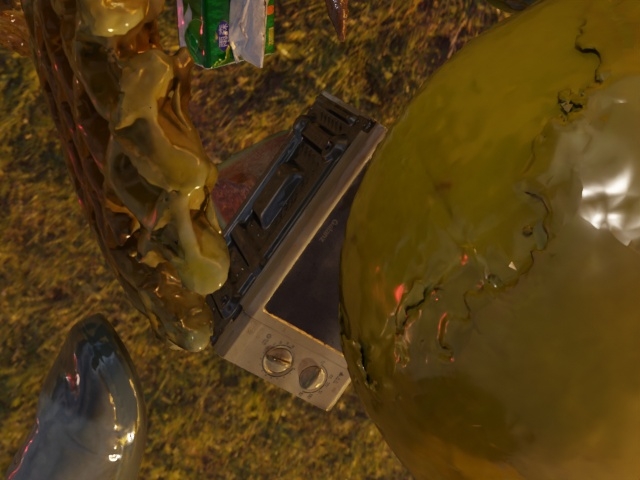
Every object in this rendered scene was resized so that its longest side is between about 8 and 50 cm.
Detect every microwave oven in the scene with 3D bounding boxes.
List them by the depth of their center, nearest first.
[{"bbox_3d":[0.000,0.000,0.813,0.145,0.194,0.240,32,98,-28],"label":"microwave oven"}]

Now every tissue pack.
[{"bbox_3d":[-0.142,-0.396,1.397,0.156,0.148,0.208,32,130,43],"label":"tissue pack"}]

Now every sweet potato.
[{"bbox_3d":[0.023,-0.395,1.207,0.068,0.068,0.226,-12,97,19],"label":"sweet potato"}]

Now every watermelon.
[{"bbox_3d":[-0.026,-0.040,1.101,0.231,0.146,0.128,47,143,-6],"label":"watermelon"}]

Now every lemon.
[{"bbox_3d":[0.149,0.017,0.460,0.297,0.297,0.297,6,119,10],"label":"lemon"}]

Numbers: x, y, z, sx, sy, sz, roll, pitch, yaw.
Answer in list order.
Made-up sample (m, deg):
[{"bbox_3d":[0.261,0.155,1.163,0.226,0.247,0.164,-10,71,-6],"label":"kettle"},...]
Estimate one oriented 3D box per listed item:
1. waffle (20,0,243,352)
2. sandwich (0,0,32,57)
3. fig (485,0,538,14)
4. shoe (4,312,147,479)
[{"bbox_3d":[-0.122,-0.060,0.510,0.056,0.250,0.261,-23,112,-21],"label":"waffle"},{"bbox_3d":[-0.266,-0.286,0.599,0.099,0.301,0.271,8,89,36],"label":"sandwich"},{"bbox_3d":[0.336,-0.480,1.377,0.206,0.275,0.206,5,123,8],"label":"fig"},{"bbox_3d":[-0.192,0.168,0.657,0.100,0.103,0.251,-10,126,-25],"label":"shoe"}]
